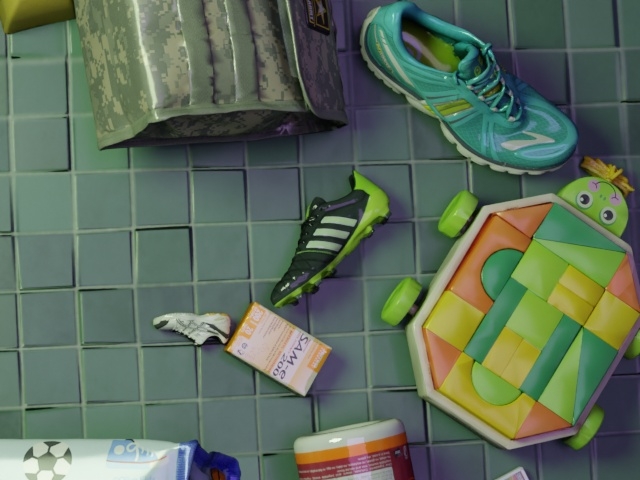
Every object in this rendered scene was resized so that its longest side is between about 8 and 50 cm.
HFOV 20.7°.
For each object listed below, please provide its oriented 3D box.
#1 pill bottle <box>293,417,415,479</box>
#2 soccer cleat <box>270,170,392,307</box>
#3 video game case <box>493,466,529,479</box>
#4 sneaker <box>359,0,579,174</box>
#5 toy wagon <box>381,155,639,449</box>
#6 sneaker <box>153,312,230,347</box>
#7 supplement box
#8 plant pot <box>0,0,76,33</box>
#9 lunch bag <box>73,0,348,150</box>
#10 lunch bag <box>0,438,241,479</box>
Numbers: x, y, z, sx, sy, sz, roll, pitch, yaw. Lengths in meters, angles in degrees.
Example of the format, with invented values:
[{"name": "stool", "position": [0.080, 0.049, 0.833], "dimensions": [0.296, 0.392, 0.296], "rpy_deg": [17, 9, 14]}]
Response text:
[{"name": "pill bottle", "position": [0.049, 0.304, 1.838], "dimensions": [0.121, 0.121, 0.221], "rpy_deg": [-11, 87, -12]}, {"name": "soccer cleat", "position": [0.000, 0.000, 1.895], "dimensions": [0.072, 0.060, 0.179], "rpy_deg": [44, 72, 5]}, {"name": "video game case", "position": [0.188, 0.314, 1.920], "dimensions": [0.122, 0.011, 0.087], "rpy_deg": [-27, 90, -12]}, {"name": "sneaker", "position": [0.164, -0.165, 1.908], "dimensions": [0.275, 0.110, 0.107], "rpy_deg": [32, 73, -7]}, {"name": "toy wagon", "position": [0.242, 0.053, 1.927], "dimensions": [0.267, 0.068, 0.344], "rpy_deg": [34, 79, -6]}, {"name": "sneaker", "position": [-0.137, 0.096, 1.867], "dimensions": [0.083, 0.032, 0.037], "rpy_deg": [1, 84, -10]}, {"name": "supplement box", "position": [-0.046, 0.117, 1.880], "dimensions": [0.098, 0.036, 0.062], "rpy_deg": [31, 80, -7]}, {"name": "plant pot", "position": [-0.303, -0.272, 1.844], "dimensions": [0.081, 0.083, 0.081], "rpy_deg": [-15, 88, -11]}, {"name": "lunch bag", "position": [-0.097, -0.225, 1.834], "dimensions": [0.287, 0.169, 0.235], "rpy_deg": [-7, 83, -33]}, {"name": "lunch bag", "position": [-0.252, 0.389, 1.676], "dimensions": [0.328, 0.239, 0.385], "rpy_deg": [-2, 77, 12]}]
